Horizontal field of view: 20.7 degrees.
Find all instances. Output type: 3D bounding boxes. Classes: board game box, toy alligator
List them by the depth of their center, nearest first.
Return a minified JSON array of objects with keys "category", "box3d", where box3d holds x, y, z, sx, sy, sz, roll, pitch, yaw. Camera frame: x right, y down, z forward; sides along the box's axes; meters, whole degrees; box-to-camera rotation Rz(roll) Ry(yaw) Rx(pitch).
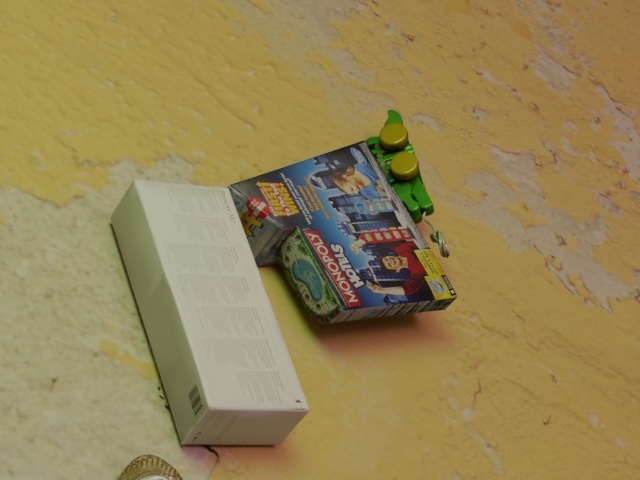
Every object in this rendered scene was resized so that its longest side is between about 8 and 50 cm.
[{"category":"board game box","box3d":[0.000,0.000,1.615,0.194,0.060,0.194,-5,54,-39]},{"category":"toy alligator","box3d":[0.078,-0.053,1.741,0.051,0.056,0.190,-18,55,2]}]

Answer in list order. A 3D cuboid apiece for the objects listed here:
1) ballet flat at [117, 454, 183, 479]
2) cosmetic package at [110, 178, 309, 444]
[{"category":"ballet flat","box3d":[-0.122,0.227,1.282,0.073,0.067,0.206,23,40,-17]},{"category":"cosmetic package","box3d":[-0.097,0.060,1.478,0.099,0.060,0.239,4,49,-33]}]
